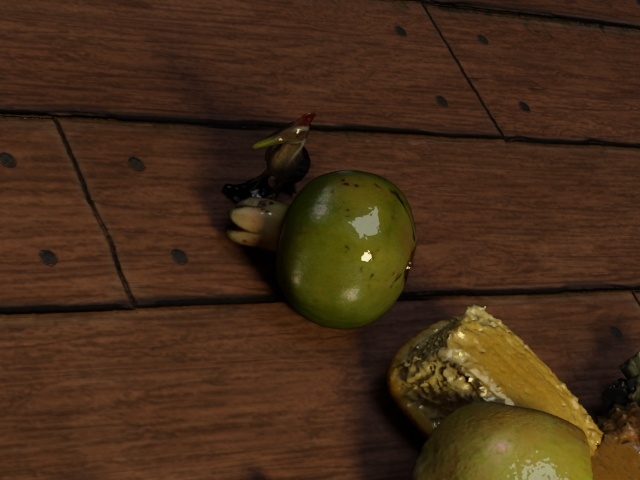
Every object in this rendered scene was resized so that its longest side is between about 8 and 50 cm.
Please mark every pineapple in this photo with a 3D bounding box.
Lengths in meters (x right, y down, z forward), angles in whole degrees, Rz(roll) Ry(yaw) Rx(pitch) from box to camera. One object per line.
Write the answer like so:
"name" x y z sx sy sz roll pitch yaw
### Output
"pineapple" 0.384 0.220 2.041 0.128 0.128 0.248 38 33 -1

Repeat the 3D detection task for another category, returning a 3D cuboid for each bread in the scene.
"bread" 0.193 0.187 1.910 0.245 0.121 0.174 44 32 6

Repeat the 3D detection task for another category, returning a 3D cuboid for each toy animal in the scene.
"toy animal" -0.042 -0.091 1.973 0.105 0.202 0.070 -37 75 -29

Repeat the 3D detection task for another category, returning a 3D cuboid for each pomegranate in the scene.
"pomegranate" 0.005 0.009 1.912 0.210 0.179 0.179 -5 50 -10

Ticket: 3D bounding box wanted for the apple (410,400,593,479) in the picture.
"apple" 0.184 0.288 1.739 0.193 0.120 0.265 11 73 -12
